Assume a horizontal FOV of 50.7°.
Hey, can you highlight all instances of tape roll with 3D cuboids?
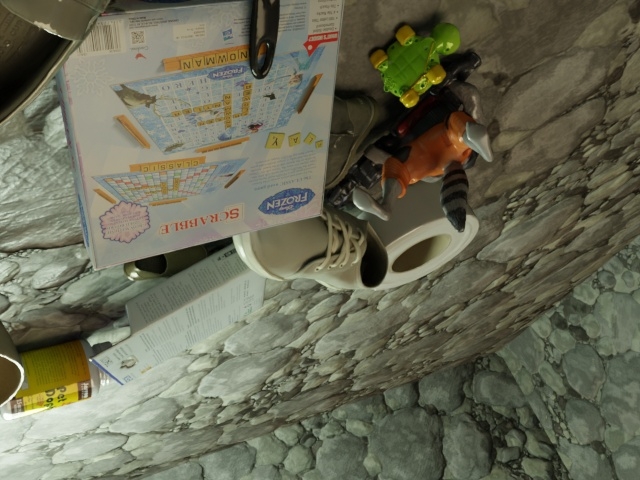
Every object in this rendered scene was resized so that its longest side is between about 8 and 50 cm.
[{"bbox_3d":[0.193,-0.008,1.455,0.286,0.100,0.286,-22,155,-11],"label":"tape roll"}]

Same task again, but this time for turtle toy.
[{"bbox_3d":[0.139,-0.253,0.949,0.130,0.095,0.066,-38,174,26],"label":"turtle toy"}]

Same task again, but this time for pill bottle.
[{"bbox_3d":[-0.499,0.256,1.280,0.215,0.117,0.117,-11,151,-29],"label":"pill bottle"}]

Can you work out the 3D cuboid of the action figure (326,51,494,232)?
[{"bbox_3d":[0.157,-0.112,1.058,0.341,0.178,0.330,-44,-177,28],"label":"action figure"}]

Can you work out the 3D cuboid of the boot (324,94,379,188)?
[{"bbox_3d":[-0.029,-0.153,0.987,0.208,0.076,0.190,-9,137,-46],"label":"boot"}]

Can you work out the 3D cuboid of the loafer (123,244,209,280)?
[{"bbox_3d":[-0.258,0.038,1.150,0.148,0.056,0.050,-15,176,-23],"label":"loafer"}]

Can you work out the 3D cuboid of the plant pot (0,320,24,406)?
[{"bbox_3d":[-0.562,0.132,0.890,0.284,0.191,0.284,-22,154,-11],"label":"plant pot"}]

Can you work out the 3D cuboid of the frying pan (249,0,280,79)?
[{"bbox_3d":[-0.025,-0.322,0.641,0.197,0.053,0.326,-27,147,-5],"label":"frying pan"}]

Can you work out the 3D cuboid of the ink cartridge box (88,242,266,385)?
[{"bbox_3d":[-0.253,0.136,1.242,0.330,0.071,0.324,-28,166,-16],"label":"ink cartridge box"}]

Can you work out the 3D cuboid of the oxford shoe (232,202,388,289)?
[{"bbox_3d":[0.000,0.000,1.169,0.130,0.169,0.449,2,168,28],"label":"oxford shoe"}]

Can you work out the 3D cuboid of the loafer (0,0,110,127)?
[{"bbox_3d":[-0.208,-0.207,0.532,0.319,0.111,0.112,-40,152,30],"label":"loafer"}]

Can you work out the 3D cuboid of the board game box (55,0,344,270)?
[{"bbox_3d":[-0.137,-0.138,0.807,0.318,0.066,0.318,-14,133,-24],"label":"board game box"}]
